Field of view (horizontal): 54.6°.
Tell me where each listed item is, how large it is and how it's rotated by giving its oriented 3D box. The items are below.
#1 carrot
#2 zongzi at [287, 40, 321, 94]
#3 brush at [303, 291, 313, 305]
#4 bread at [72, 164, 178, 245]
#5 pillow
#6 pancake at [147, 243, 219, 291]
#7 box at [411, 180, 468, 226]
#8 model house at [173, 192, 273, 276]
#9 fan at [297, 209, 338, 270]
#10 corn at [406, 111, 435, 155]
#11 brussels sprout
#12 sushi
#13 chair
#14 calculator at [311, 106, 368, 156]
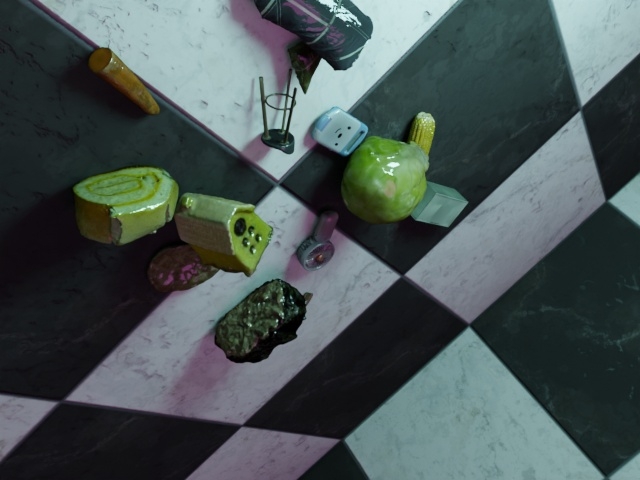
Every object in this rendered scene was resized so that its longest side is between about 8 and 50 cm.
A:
[{"bbox_3d":[-0.416,-0.335,1.362,0.061,0.061,0.209,-40,150,3],"label":"carrot"},{"bbox_3d":[-0.002,-0.462,1.579,0.154,0.062,0.130,-37,134,-15],"label":"zongzi"},{"bbox_3d":[-0.108,0.295,2.391,0.043,0.036,0.248,7,119,-52],"label":"brush"},{"bbox_3d":[-0.455,-0.087,1.496,0.257,0.186,0.124,-24,140,-34],"label":"bread"},{"bbox_3d":[-0.012,-0.526,1.440,0.335,0.092,0.161,26,95,-40],"label":"pillow"},{"bbox_3d":[-0.400,0.071,1.852,0.236,0.042,0.222,-30,146,-7],"label":"pancake"},{"bbox_3d":[0.436,-0.137,2.340,0.225,0.086,0.129,8,126,-47],"label":"box"},{"bbox_3d":[-0.274,-0.029,1.676,0.174,0.193,0.234,-68,153,-15],"label":"model house"},{"bbox_3d":[0.000,0.000,2.109,0.130,0.074,0.244,-10,136,-35],"label":"fan"},{"bbox_3d":[0.321,-0.307,2.043,0.081,0.081,0.248,-20,141,-25],"label":"corn"},{"bbox_3d":[0.198,-0.186,1.947,0.317,0.243,0.273,-8,120,-46],"label":"brussels sprout"},{"bbox_3d":[-0.210,0.286,2.132,0.350,0.211,0.171,-40,154,18],"label":"sushi"},{"bbox_3d":[-0.111,-0.328,1.621,0.095,0.104,0.221,-2,132,-6],"label":"chair"},{"bbox_3d":[0.059,-0.318,1.826,0.121,0.039,0.210,-48,145,16],"label":"calculator"}]
